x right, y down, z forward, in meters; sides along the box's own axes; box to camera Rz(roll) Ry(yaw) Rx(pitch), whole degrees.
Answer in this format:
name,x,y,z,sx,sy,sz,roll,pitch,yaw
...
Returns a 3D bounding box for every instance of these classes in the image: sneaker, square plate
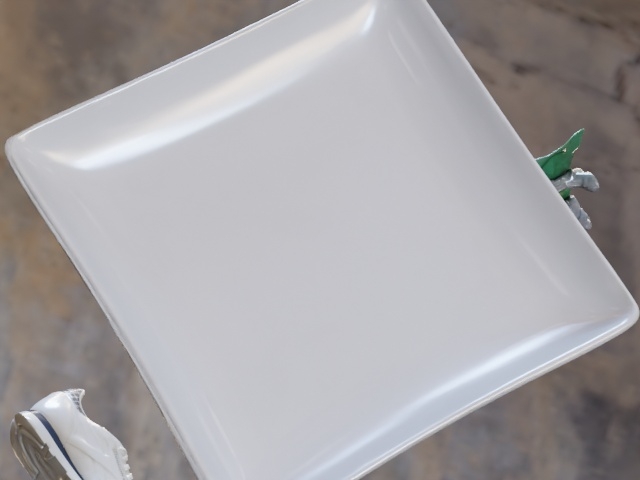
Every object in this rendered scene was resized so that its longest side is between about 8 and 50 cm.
name,x,y,z,sx,sy,sz,roll,pitch,yaw
sneaker,-0.238,0.268,2.149,0.235,0.095,0.090,57,139,7
square plate,0.000,0.000,1.443,0.344,0.347,0.049,57,160,16

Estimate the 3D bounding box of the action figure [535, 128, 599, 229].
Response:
name,x,y,z,sx,sy,sz,roll,pitch,yaw
action figure,0.138,-0.003,1.741,0.063,0.232,0.137,48,150,38
